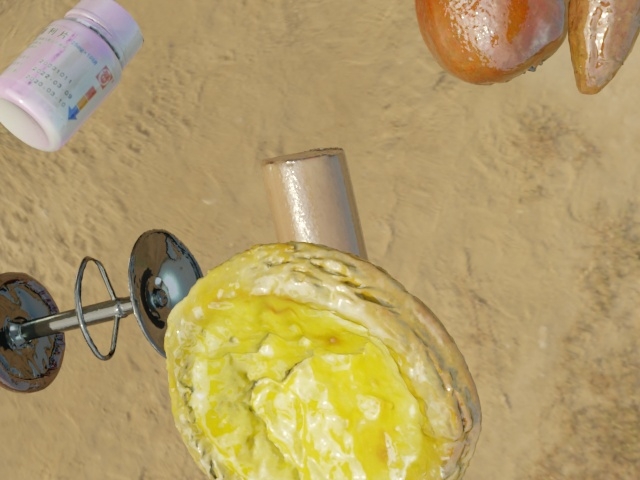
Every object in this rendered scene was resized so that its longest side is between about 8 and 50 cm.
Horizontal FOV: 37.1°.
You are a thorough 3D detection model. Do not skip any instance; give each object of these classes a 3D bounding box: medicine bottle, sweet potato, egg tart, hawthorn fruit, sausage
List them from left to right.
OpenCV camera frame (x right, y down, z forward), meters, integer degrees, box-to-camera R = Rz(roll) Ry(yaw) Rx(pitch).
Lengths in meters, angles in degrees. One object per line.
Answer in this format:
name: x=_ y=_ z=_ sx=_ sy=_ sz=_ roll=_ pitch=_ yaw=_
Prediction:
medicine bottle: x=-0.419 y=-0.282 z=1.588 sx=0.152 sy=0.152 sz=0.254 roll=44 pitch=62 yaw=-22
sausage: x=0.000 y=0.000 z=1.330 sx=0.123 sy=0.123 sz=0.253 roll=-14 pitch=98 yaw=-20
egg tart: x=0.004 y=0.078 z=0.526 sx=0.191 sy=0.191 sz=0.074 roll=63 pitch=35 yaw=-18
hawthorn fruit: x=0.199 y=-0.317 z=1.217 sx=0.199 sy=0.199 sz=0.251 roll=-37 pitch=99 yaw=-13
sweet potato: x=0.311 y=-0.276 z=0.993 sx=0.097 sy=0.097 sz=0.251 roll=4 pitch=101 yaw=-23

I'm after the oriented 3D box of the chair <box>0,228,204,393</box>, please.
chair: x=-0.409 y=0.132 z=1.593 sx=0.401 sy=0.226 sz=0.226 roll=-15 pitch=108 yaw=23
